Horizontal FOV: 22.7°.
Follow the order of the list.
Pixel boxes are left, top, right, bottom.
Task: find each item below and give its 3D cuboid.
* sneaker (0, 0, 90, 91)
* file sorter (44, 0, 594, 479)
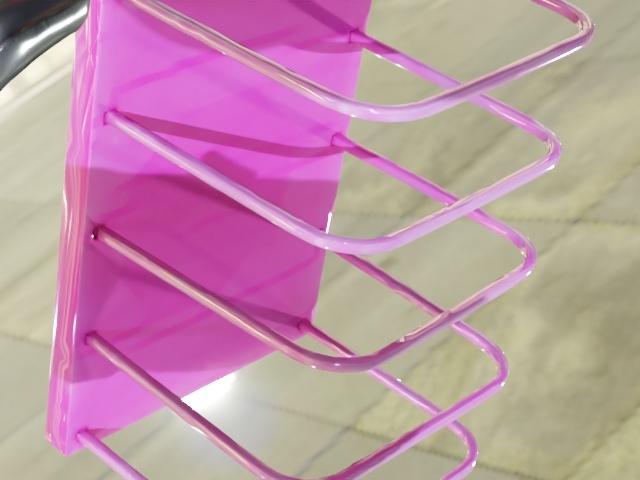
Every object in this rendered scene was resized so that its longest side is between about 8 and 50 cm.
[{"bbox_3d":[-0.184,-0.077,0.461,0.118,0.222,0.083,-50,-19,-50],"label":"sneaker"},{"bbox_3d":[0.000,0.000,0.831,0.182,0.291,0.202,32,38,31],"label":"file sorter"}]
